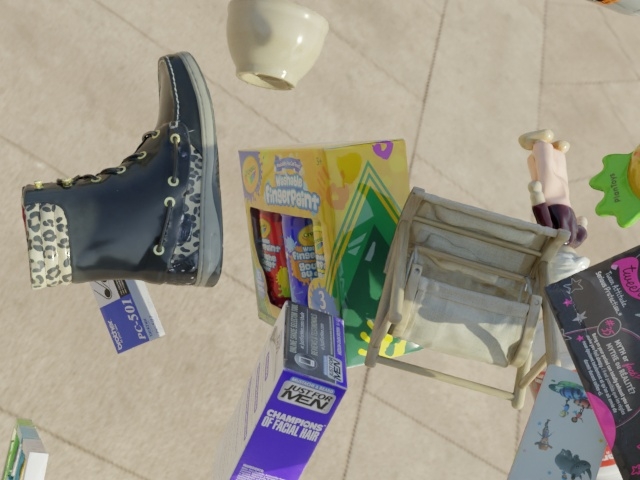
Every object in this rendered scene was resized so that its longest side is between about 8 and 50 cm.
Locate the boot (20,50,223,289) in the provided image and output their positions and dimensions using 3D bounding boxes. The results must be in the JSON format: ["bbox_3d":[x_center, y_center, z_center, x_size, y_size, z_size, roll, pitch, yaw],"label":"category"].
[{"bbox_3d":[-0.189,-0.066,0.759,0.179,0.085,0.236,-4,82,-20],"label":"boot"}]

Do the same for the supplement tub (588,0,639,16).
[{"bbox_3d":[0.362,-0.450,1.128,0.316,0.193,0.193,13,55,-20],"label":"supplement tub"}]

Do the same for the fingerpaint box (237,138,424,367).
[{"bbox_3d":[0.000,0.000,1.519,0.163,0.445,0.370,-10,100,-23],"label":"fingerpaint box"}]

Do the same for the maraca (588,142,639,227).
[{"bbox_3d":[0.403,-0.080,0.924,0.099,0.186,0.127,41,39,-41],"label":"maraca"}]

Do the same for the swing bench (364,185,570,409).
[{"bbox_3d":[0.225,0.084,1.228,0.253,0.165,0.254,16,55,-1],"label":"swing bench"}]

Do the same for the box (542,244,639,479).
[{"bbox_3d":[0.302,0.139,0.643,0.163,0.142,0.247,54,19,-34],"label":"box"}]

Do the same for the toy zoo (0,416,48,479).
[{"bbox_3d":[-0.468,0.398,1.243,0.030,0.293,0.192,14,85,-25],"label":"toy zoo"}]

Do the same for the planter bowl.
[{"bbox_3d":[-0.076,-0.299,1.259,0.162,0.162,0.109,13,87,-34],"label":"planter bowl"}]

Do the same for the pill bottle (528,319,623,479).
[{"bbox_3d":[0.546,0.339,1.619,0.210,0.210,0.362,-40,114,-47],"label":"pill bottle"}]

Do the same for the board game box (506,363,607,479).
[{"bbox_3d":[0.268,0.337,0.981,0.098,0.224,0.303,16,61,21],"label":"board game box"}]

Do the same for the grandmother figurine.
[{"bbox_3d":[0.490,-0.054,1.672,0.208,0.104,0.342,18,58,-29],"label":"grandmother figurine"}]

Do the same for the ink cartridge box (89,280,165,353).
[{"bbox_3d":[-0.369,0.098,1.490,0.046,0.097,0.207,-20,86,-55],"label":"ink cartridge box"}]

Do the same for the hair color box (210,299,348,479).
[{"bbox_3d":[-0.072,0.286,1.256,0.110,0.338,0.185,19,26,-10],"label":"hair color box"}]
